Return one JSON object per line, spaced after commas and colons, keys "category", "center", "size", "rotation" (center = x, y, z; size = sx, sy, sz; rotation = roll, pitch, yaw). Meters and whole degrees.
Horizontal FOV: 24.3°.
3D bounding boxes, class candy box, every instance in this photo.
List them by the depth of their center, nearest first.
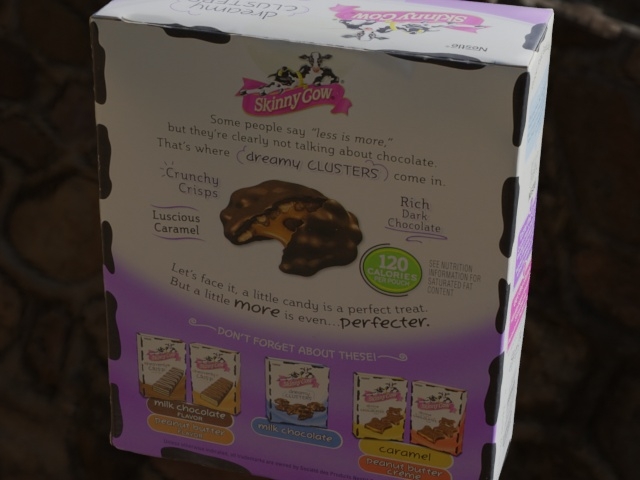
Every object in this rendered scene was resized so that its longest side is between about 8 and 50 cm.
{"category": "candy box", "center": [0.000, 0.000, 0.593], "size": [0.165, 0.196, 0.070], "rotation": [9, 28, 14]}
